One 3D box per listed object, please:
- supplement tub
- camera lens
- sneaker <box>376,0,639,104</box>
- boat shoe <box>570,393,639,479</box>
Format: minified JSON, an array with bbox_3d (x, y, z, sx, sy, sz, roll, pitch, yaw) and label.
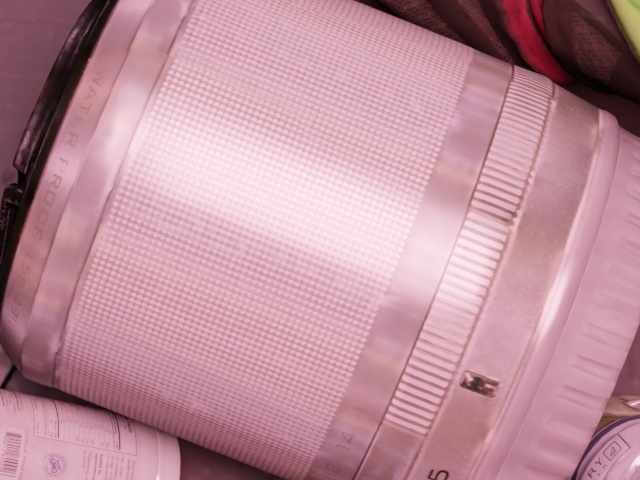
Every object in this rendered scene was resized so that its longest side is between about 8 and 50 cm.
[{"bbox_3d":[-0.128,0.110,0.924,0.107,0.071,0.071,15,68,-23],"label":"supplement tub"},{"bbox_3d":[0.000,0.000,0.915,0.274,0.219,0.219,21,70,0],"label":"camera lens"},{"bbox_3d":[0.144,-0.155,0.972,0.483,0.202,0.185,36,82,22],"label":"sneaker"},{"bbox_3d":[0.255,0.126,0.968,0.302,0.094,0.109,15,108,-20],"label":"boat shoe"}]
